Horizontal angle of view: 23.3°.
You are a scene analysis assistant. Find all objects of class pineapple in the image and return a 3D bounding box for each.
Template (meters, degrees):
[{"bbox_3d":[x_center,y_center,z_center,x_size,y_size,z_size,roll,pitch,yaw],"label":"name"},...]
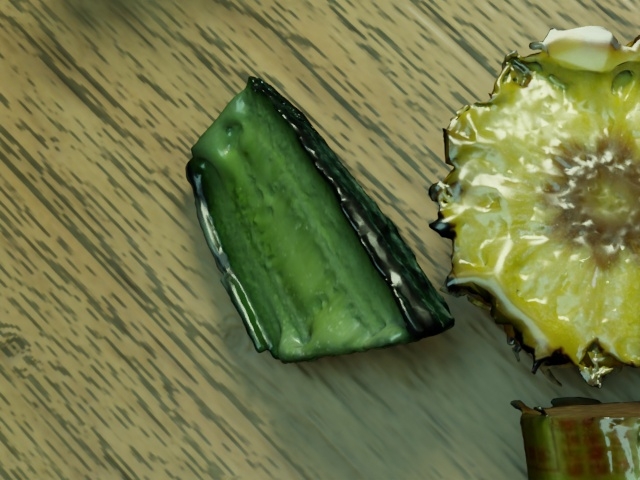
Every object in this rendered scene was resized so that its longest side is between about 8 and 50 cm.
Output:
[{"bbox_3d":[0.161,-0.016,0.867,0.225,0.076,0.224,0,78,1],"label":"pineapple"}]

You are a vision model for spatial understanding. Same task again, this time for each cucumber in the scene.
[{"bbox_3d":[0.000,0.000,0.893,0.193,0.086,0.115,55,133,19],"label":"cucumber"}]

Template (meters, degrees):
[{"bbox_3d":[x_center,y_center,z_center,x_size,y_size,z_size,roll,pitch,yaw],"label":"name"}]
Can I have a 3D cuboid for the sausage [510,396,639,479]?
[{"bbox_3d":[0.184,0.231,0.783,0.125,0.117,0.317,-11,86,35],"label":"sausage"}]
